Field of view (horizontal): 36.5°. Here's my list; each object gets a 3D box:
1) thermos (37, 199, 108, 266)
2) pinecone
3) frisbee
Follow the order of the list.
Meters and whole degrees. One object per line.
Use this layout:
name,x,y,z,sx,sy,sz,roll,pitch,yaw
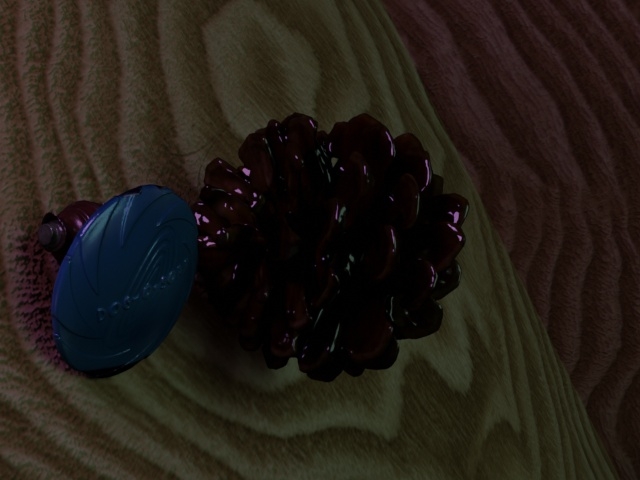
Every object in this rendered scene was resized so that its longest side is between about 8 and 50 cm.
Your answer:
thermos,-0.255,0.006,1.187,0.232,0.099,0.124,6,78,-62
pinecone,0.000,0.000,1.352,0.398,0.398,0.397,42,37,-44
frisbee,-0.216,0.053,1.146,0.242,0.045,0.242,-37,138,-43
